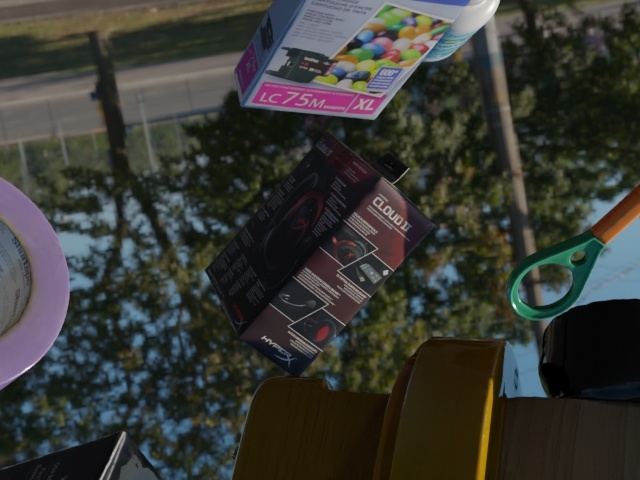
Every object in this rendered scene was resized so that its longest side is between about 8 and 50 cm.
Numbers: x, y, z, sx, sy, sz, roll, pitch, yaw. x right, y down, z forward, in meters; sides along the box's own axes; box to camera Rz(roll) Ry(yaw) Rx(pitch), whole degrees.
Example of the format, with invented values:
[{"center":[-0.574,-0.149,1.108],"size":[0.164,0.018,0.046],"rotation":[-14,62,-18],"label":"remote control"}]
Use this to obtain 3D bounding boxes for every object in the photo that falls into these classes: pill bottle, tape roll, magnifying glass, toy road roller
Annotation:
[{"center":[0.209,-0.399,1.611],"size":[0.146,0.146,0.264],"rotation":[-11,177,-10],"label":"pill bottle"},{"center":[-0.296,0.036,0.741],"size":[0.189,0.189,0.080],"rotation":[-18,170,-45],"label":"tape roll"},{"center":[0.323,0.013,1.190],"size":[0.231,0.092,0.026],"rotation":[-47,-156,21],"label":"magnifying glass"},{"center":[0.087,0.174,0.510],"size":[0.240,0.202,0.329],"rotation":[2,147,18],"label":"toy road roller"}]

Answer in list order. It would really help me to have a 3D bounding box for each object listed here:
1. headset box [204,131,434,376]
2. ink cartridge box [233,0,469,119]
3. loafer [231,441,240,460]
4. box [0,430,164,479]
[{"center":[0.000,0.000,1.268],"size":[0.293,0.110,0.218],"rotation":[-49,-153,4],"label":"headset box"},{"center":[0.044,-0.245,1.057],"size":[0.185,0.065,0.311],"rotation":[2,150,-26],"label":"ink cartridge box"},{"center":[-0.123,0.479,1.808],"size":[0.087,0.094,0.251],"rotation":[-33,-141,-2],"label":"loafer"},{"center":[-0.311,0.517,1.048],"size":[0.471,0.480,0.297],"rotation":[-20,-152,20],"label":"box"}]
